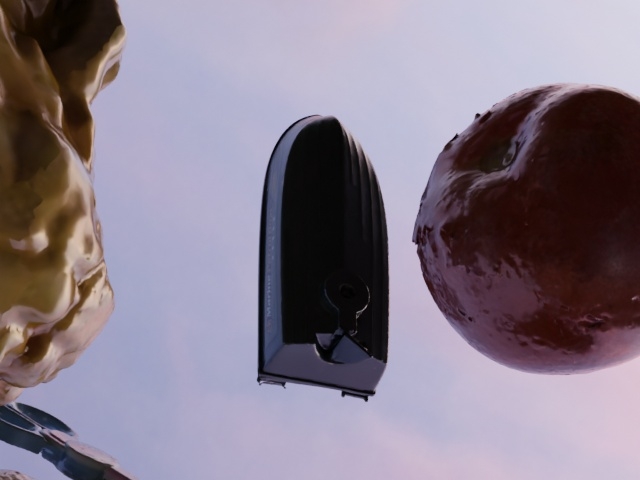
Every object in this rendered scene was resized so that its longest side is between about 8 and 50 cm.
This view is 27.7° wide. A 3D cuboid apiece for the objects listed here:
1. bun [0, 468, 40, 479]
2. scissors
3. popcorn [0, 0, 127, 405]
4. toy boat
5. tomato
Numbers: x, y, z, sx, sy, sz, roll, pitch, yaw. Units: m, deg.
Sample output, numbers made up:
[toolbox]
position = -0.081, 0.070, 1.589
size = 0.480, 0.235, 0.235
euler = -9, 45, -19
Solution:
[bun]
position = -0.337, 0.398, 1.402
size = 0.146, 0.287, 0.287
euler = 7, -151, 22
[scissors]
position = -0.217, 0.205, 1.192
size = 0.256, 0.030, 0.125
euler = 24, 179, 29
[popcorn]
position = -0.310, -0.070, 0.877
size = 0.354, 0.344, 0.390
euler = 19, -114, -43
[toy boat]
position = -0.001, 0.003, 1.175
size = 0.114, 0.122, 0.296
euler = 13, -128, -19
[tomato]
position = 0.172, -0.002, 0.891
size = 0.184, 0.208, 0.208
euler = 43, -153, -26
